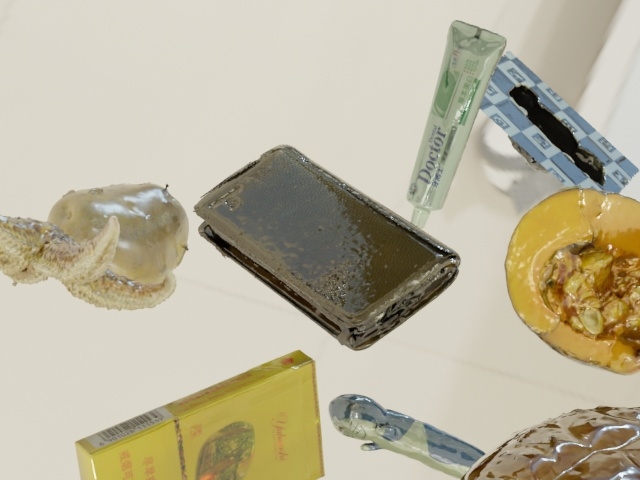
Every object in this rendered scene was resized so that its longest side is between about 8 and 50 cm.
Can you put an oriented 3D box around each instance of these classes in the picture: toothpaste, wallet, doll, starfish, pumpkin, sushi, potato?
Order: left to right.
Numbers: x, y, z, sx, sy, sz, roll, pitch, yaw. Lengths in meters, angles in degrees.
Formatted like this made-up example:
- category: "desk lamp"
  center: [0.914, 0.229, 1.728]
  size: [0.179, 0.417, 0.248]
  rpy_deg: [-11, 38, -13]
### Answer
- category: "starfish"
  center: [-0.237, 0.006, 1.416]
  size: [0.238, 0.216, 0.071]
  rpy_deg: [22, 81, -14]
- category: "potato"
  center: [-0.222, 0.000, 1.802]
  size: [0.176, 0.137, 0.137]
  rpy_deg: [-6, 119, -47]
- category: "wallet"
  center: [0.000, 0.000, 1.234]
  size: [0.110, 0.198, 0.031]
  rpy_deg: [-36, 138, -22]
- category: "doll"
  center: [0.062, 0.130, 1.067]
  size: [0.125, 0.037, 0.027]
  rpy_deg: [25, 59, -9]
- category: "toothpaste"
  center: [0.130, -0.114, 1.699]
  size: [0.041, 0.064, 0.218]
  rpy_deg: [-11, 120, -63]
- category: "sushi"
  center: [0.250, -0.110, 1.903]
  size: [0.050, 0.215, 0.192]
  rpy_deg: [-50, 173, 30]
- category: "pumpkin"
  center: [0.219, 0.034, 1.109]
  size: [0.107, 0.183, 0.119]
  rpy_deg: [47, 56, -72]

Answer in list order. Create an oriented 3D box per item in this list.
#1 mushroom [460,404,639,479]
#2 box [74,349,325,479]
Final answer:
- category: "mushroom"
  center: [0.162, 0.184, 0.764]
  size: [0.253, 0.253, 0.153]
  rpy_deg: [-21, 141, -23]
- category: "box"
  center: [-0.067, 0.129, 0.979]
  size: [0.155, 0.023, 0.087]
  rpy_deg: [-20, 117, -29]
